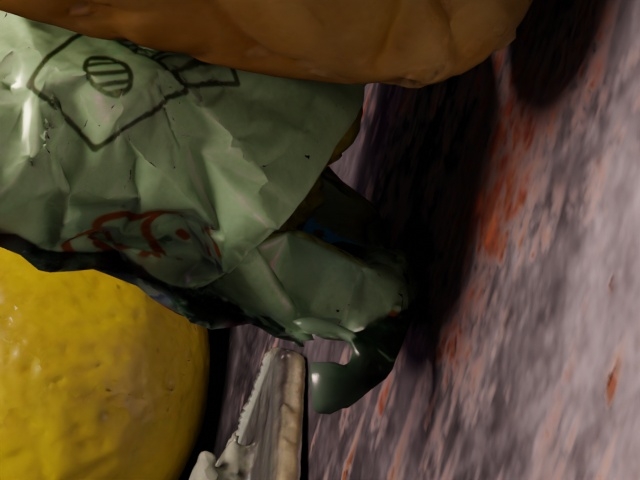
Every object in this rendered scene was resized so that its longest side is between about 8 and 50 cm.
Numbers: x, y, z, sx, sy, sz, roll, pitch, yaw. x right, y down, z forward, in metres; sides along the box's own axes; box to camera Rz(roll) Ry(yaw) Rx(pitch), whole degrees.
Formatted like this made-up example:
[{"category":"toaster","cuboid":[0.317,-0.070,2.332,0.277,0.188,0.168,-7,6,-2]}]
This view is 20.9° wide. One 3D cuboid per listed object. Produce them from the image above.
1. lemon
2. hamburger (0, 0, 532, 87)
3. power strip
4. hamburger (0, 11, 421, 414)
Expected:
[{"category":"lemon","cuboid":[-0.193,0.084,1.135,0.267,0.267,0.267,-167,90,-78]},{"category":"hamburger","cuboid":[-0.042,-0.194,0.614,0.318,0.319,0.158,-89,19,-45]},{"category":"power strip","cuboid":[-0.066,0.180,0.874,0.198,0.065,0.213,-89,15,-52]},{"category":"hamburger","cuboid":[-0.059,-0.075,0.693,0.150,0.276,0.260,-57,28,19]}]
